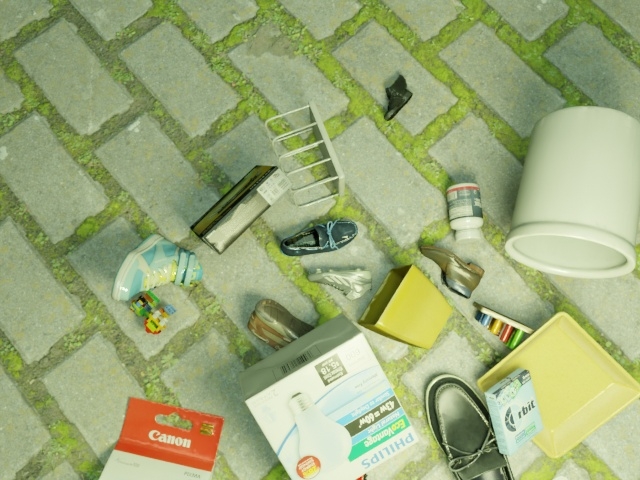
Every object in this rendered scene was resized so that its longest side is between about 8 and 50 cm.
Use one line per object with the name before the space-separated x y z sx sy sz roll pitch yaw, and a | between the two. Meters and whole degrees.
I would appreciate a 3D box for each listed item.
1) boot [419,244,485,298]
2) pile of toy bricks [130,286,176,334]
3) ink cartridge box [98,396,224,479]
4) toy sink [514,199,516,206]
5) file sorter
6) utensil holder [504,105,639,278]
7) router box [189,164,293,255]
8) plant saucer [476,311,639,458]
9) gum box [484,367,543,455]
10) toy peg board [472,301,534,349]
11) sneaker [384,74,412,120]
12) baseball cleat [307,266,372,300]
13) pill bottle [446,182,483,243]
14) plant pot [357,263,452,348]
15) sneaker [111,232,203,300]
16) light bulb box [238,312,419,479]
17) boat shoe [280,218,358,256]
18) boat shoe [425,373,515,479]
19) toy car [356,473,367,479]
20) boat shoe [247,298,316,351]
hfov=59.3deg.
boot | 0.403 0.098 1.783 0.219 0.082 0.106 24 75 4
pile of toy bricks | -0.556 0.198 1.764 0.212 0.118 0.105 47 115 0
ink cartridge box | -0.475 0.682 1.637 0.308 0.091 0.384 12 77 3
toy sink | 0.767 -0.111 1.797 0.234 0.153 0.131 -9 76 -1
file sorter | -0.049 -0.266 1.820 0.173 0.193 0.277 -21 77 -2
utensil holder | 0.711 -0.127 1.564 0.328 0.327 0.385 15 73 4
router box | -0.252 -0.104 1.751 0.309 0.243 0.081 -45 111 -10
plant saucer | 0.686 0.413 1.642 0.333 0.081 0.333 44 105 -1
gum box | 0.541 0.475 1.567 0.157 0.041 0.184 -22 100 -32
toy peg board | 0.538 0.262 1.709 0.161 0.161 0.079 24 92 6
sneaker | 0.253 -0.494 1.948 0.089 0.051 0.170 41 75 9
baseball cleat | 0.061 0.140 1.779 0.206 0.072 0.109 -5 83 3
pill bottle | 0.468 -0.086 1.814 0.108 0.108 0.180 -3 77 0
plant pot | 0.266 0.216 1.702 0.187 0.212 0.212 35 78 -6
sneaker | -0.474 0.100 1.695 0.208 0.319 0.127 22 121 -1
light bulb box | 0.017 0.459 1.560 0.358 0.225 0.360 -30 102 -7
boat shoe | 0.000 0.000 1.804 0.259 0.089 0.109 -22 77 -5
boat shoe | 0.451 0.624 1.616 0.187 0.156 0.499 -19 75 -2
toy car | 0.078 0.799 1.609 0.225 0.053 0.239 -29 60 -1
boat shoe | -0.083 0.313 1.726 0.324 0.123 0.116 39 113 0
